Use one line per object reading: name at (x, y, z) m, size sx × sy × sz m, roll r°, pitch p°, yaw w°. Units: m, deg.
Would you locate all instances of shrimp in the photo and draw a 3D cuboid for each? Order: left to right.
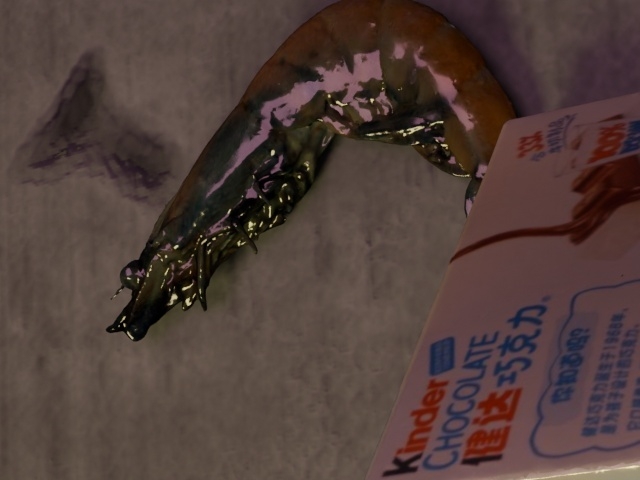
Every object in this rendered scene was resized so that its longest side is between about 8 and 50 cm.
shrimp at (0.000, 0.000, 0.991) m, size 0.262 × 0.051 × 0.198 m, roll -47°, pitch 59°, yaw 12°

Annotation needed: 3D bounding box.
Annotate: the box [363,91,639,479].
box at (0.172, 0.014, 0.777) m, size 0.265 × 0.048 × 0.273 m, roll -10°, pitch 34°, yaw 29°
